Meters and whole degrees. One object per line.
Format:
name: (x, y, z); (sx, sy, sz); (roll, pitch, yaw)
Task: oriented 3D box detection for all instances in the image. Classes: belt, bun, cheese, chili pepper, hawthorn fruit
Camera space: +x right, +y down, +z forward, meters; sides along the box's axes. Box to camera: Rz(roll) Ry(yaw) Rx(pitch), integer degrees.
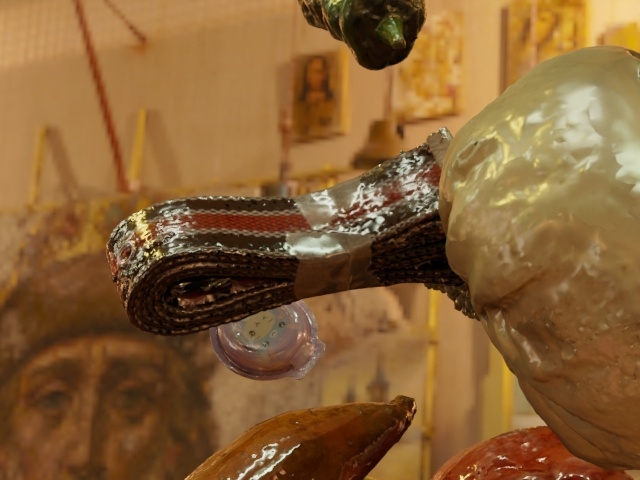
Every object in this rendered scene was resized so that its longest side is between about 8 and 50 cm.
belt: (0.000, 0.000, 1.313); (0.360, 0.094, 0.126); (-12, -40, -10)
bun: (0.216, 0.030, 1.133); (0.211, 0.359, 0.360); (-32, -25, 18)
cheese: (-0.081, 0.083, 1.601); (0.191, 0.105, 0.042); (28, -22, 25)
chili pepper: (0.045, -0.268, 1.719); (0.099, 0.136, 0.270); (19, 19, -22)
hawthorn fruit: (0.169, 0.293, 1.405); (0.272, 0.241, 0.242); (-11, -7, -20)

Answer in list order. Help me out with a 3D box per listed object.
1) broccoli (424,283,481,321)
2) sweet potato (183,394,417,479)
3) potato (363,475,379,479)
broccoli: (0.250, 0.010, 1.872); (0.334, 0.324, 0.272); (27, -63, -41)
sweet potato: (-0.058, 0.211, 1.145); (0.359, 0.112, 0.112); (-34, 8, -31)
potato: (0.072, 0.435, 2.047); (0.149, 0.253, 0.186); (-4, -28, -27)
